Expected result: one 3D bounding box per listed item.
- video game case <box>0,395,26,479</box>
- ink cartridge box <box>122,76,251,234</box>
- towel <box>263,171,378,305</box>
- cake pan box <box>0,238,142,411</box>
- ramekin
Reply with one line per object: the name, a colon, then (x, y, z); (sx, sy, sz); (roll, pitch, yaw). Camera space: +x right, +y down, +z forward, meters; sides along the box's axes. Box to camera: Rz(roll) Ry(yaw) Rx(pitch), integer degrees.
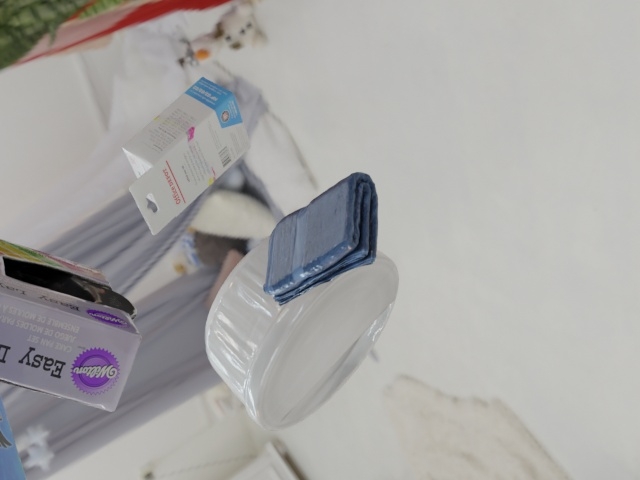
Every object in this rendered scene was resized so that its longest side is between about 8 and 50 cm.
video game case: (-0.301, 0.130, 0.551); (0.061, 0.244, 0.269); (-20, -86, -81)
ink cartridge box: (-0.179, -0.106, 1.218); (0.061, 0.181, 0.104); (32, 155, 29)
towel: (0.000, 0.000, 0.689); (0.119, 0.029, 0.067); (-32, 47, 53)
cake pan box: (-0.280, 0.039, 0.756); (0.267, 0.070, 0.246); (20, -176, -20)
ramekin: (-0.031, 0.102, 1.247); (0.127, 0.273, 0.273); (35, 147, 26)
